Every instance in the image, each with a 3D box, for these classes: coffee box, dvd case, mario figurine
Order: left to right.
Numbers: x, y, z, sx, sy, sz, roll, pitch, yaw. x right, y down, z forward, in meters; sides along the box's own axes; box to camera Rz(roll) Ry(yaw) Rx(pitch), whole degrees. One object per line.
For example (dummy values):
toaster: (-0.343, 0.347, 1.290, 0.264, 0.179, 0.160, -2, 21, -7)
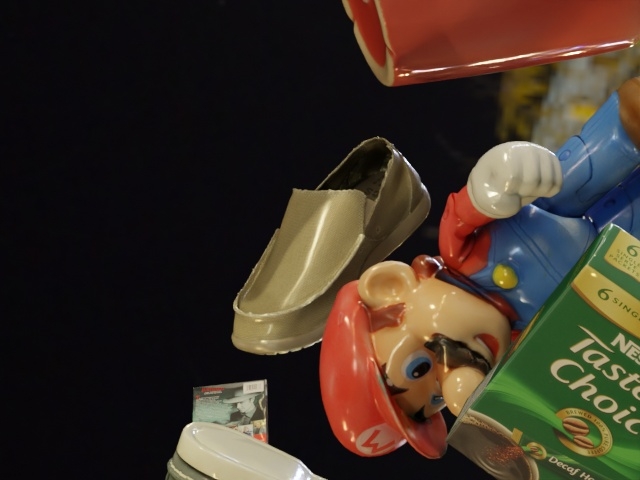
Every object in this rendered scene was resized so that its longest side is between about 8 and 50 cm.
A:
dvd case: (-0.102, 0.210, 1.952, 0.013, 0.087, 0.119, 79, -175, -46)
mario figurine: (0.142, 0.045, 1.173, 0.320, 0.198, 0.170, -39, -2, 7)
coffee box: (0.151, 0.083, 0.922, 0.040, 0.113, 0.184, -51, -4, -42)

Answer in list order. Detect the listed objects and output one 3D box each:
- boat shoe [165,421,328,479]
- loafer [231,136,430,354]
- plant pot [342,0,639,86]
boat shoe: (0.015, 0.258, 1.378, 0.099, 0.319, 0.116, -64, -10, 11)
loafer: (0.000, 0.000, 1.536, 0.268, 0.102, 0.092, -49, -52, -41)
plant pot: (0.145, -0.275, 1.645, 0.275, 0.243, 0.275, 162, 90, -84)
